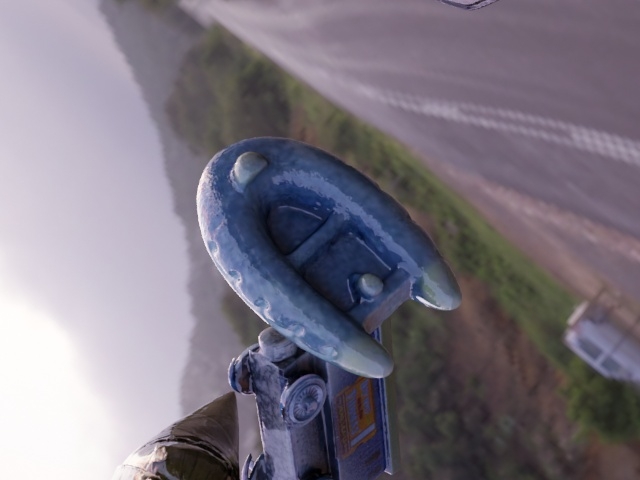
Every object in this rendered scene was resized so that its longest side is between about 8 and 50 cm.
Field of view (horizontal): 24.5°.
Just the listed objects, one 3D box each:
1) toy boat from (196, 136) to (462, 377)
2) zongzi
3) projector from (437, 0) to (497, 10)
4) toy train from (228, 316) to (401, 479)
[{"bbox_3d":[0.000,0.000,1.681,0.330,0.215,0.123,44,162,16],"label":"toy boat"},{"bbox_3d":[-0.136,0.239,1.687,0.145,0.300,0.274,31,146,-2],"label":"zongzi"},{"bbox_3d":[0.250,-0.556,1.919,0.242,0.405,0.395,14,164,-29],"label":"projector"},{"bbox_3d":[0.002,0.210,1.822,0.131,0.202,0.299,27,135,37],"label":"toy train"}]
